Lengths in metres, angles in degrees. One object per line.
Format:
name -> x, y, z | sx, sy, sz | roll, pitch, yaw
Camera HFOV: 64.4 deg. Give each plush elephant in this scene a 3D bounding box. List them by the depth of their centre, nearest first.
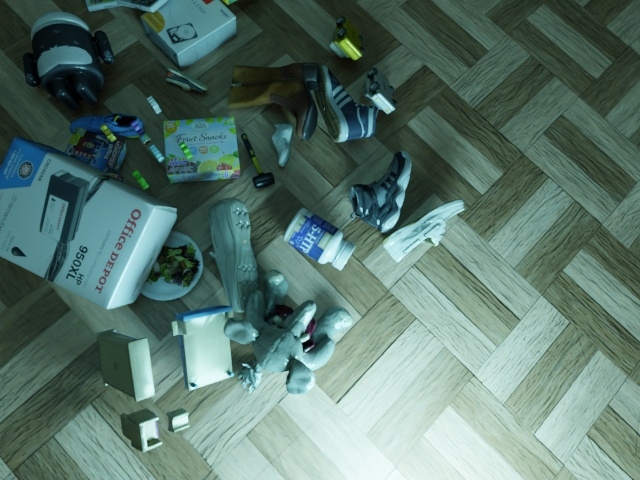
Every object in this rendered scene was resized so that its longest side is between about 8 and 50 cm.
plush elephant -> -0.087, 0.236, 1.263 | 0.272, 0.255, 0.330 | 37, 73, -1

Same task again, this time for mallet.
mallet -> -0.206, -0.238, 1.524 | 0.062, 0.039, 0.189 | -27, 74, -18

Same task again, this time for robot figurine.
robot figurine -> -0.729, -0.520, 1.473 | 0.209, 0.173, 0.278 | -7, 71, -41

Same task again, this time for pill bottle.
pill bottle -> 0.000, 0.000, 1.433 | 0.187, 0.112, 0.112 | 32, 71, 3

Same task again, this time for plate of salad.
plate of salad -> -0.423, 0.064, 1.389 | 0.200, 0.048, 0.199 | 2, 71, -7

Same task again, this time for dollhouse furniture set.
dollhouse furniture set -> -0.371, 0.324, 1.307 | 0.303, 0.198, 0.286 | -10, 96, -42

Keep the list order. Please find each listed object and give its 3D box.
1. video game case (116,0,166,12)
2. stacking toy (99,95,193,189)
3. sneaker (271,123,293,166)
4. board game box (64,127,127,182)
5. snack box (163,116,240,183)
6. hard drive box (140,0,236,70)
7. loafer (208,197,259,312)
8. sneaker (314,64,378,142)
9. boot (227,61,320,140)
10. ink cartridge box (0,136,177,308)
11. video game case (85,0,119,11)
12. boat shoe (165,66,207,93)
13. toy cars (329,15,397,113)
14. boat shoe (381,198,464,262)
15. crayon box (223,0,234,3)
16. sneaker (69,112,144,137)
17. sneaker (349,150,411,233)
video game case -> -0.523, -0.791, 1.600 | 0.173, 0.022, 0.190 | 24, 64, 27
stacking toy -> -0.483, -0.274, 1.420 | 0.167, 0.052, 0.221 | -36, 88, -9
sneaker -> -0.119, -0.290, 1.545 | 0.061, 0.053, 0.152 | 6, 64, 0
board game box -> -0.627, -0.200, 1.440 | 0.194, 0.060, 0.194 | 17, 71, -3
snack box -> -0.347, -0.267, 1.493 | 0.207, 0.070, 0.174 | -5, 74, -10
hard drive box -> -0.411, -0.678, 1.606 | 0.232, 0.089, 0.181 | -42, 82, -18
loafer -> -0.246, 0.043, 1.401 | 0.111, 0.112, 0.319 | -14, 77, 26
sneaker -> 0.082, -0.428, 1.590 | 0.153, 0.099, 0.282 | -8, 65, -20
boot -> -0.150, -0.421, 1.533 | 0.280, 0.096, 0.264 | 1, 80, 9
ink cartridge box -> -0.614, -0.042, 1.290 | 0.395, 0.166, 0.285 | 26, 91, 2
video game case -> -0.683, -0.856, 1.661 | 0.193, 0.023, 0.212 | -17, 76, -13
boat shoe -> -0.414, -0.486, 1.570 | 0.137, 0.049, 0.043 | 27, 113, -1
toy cars -> 0.126, -0.552, 1.627 | 0.087, 0.176, 0.393 | -35, 76, 29
boat shoe -> 0.317, -0.026, 1.496 | 0.277, 0.098, 0.096 | -30, 79, -6
crayon box -> -0.285, -0.961, 1.660 | 0.313, 0.106, 0.363 | 40, 57, 7
sneaker -> -0.623, -0.341, 1.475 | 0.209, 0.082, 0.069 | -1, 74, -6
sneaker -> 0.173, -0.163, 1.511 | 0.153, 0.101, 0.268 | 17, 74, -5
